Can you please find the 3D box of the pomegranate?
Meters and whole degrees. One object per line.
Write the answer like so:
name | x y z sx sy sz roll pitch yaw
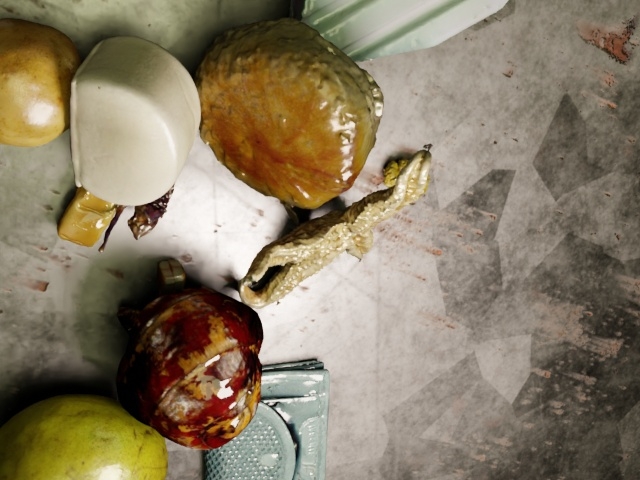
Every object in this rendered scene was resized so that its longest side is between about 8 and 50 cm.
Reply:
pomegranate | -0.439 -0.221 1.293 0.196 0.196 0.196 -7 113 -17

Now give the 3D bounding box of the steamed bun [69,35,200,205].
steamed bun | -0.269 -0.168 1.338 0.164 0.146 0.242 15 136 1

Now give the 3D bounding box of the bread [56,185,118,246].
bread | -0.368 -0.054 1.453 0.074 0.053 0.132 27 101 -26

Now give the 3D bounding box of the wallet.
wallet | -0.102 0.400 1.719 0.237 0.075 0.342 -3 112 -15

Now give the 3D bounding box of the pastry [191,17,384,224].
pastry | -0.061 -0.191 1.383 0.330 0.329 0.136 53 48 -28

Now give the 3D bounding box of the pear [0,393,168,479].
pear | -0.405 0.383 1.510 0.307 0.253 0.253 11 106 -31

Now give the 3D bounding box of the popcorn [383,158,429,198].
popcorn | 0.156 -0.101 1.606 0.084 0.084 0.084 -7 113 -17

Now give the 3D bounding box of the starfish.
starfish | 0.000 0.000 1.453 0.324 0.432 0.082 -25 81 -15

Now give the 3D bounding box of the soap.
soap | 0.140 -0.445 1.422 0.446 0.156 0.261 -32 118 -6

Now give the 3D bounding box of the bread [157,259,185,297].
bread | -0.255 0.062 1.543 0.043 0.062 0.109 -5 156 -16

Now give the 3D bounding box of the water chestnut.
water chestnut | -0.219 0.204 1.495 0.244 0.289 0.289 -5 113 4

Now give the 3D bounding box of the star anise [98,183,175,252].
star anise | -0.287 -0.041 1.438 0.070 0.191 0.097 38 137 -12
